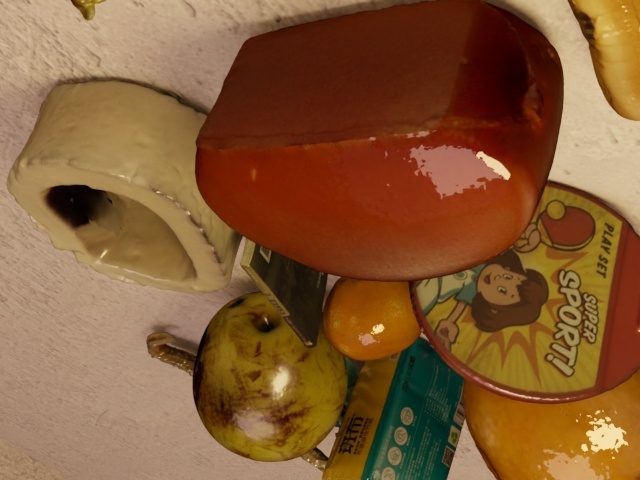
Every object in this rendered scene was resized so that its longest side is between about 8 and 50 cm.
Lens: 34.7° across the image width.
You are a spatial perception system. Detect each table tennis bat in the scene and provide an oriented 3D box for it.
[{"bbox_3d":[0.309,0.071,1.211,0.415,0.268,0.051,14,164,2],"label":"table tennis bat"}]

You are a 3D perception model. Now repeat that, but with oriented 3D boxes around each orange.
[{"bbox_3d":[0.078,0.105,1.533,0.159,0.159,0.136,-13,99,44],"label":"orange"}]

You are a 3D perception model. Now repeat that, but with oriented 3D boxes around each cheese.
[{"bbox_3d":[-0.250,-0.063,1.415,0.292,0.153,0.332,4,147,25],"label":"cheese"}]

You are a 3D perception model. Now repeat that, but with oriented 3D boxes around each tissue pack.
[{"bbox_3d":[0.133,0.321,1.740,0.192,0.270,0.134,39,149,-30],"label":"tissue pack"}]

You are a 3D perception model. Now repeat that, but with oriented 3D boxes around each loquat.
[{"bbox_3d":[0.353,0.219,1.386,0.329,0.328,0.328,14,151,8],"label":"loquat"}]

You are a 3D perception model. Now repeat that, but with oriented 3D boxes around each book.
[{"bbox_3d":[-0.044,0.030,1.448,0.024,0.160,0.228,-6,144,22],"label":"book"}]

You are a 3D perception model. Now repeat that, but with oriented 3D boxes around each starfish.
[{"bbox_3d":[-0.144,0.312,1.969,0.432,0.082,0.324,30,171,40],"label":"starfish"}]

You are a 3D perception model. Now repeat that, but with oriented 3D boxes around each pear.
[{"bbox_3d":[-0.086,0.220,1.688,0.284,0.283,0.283,14,151,8],"label":"pear"}]

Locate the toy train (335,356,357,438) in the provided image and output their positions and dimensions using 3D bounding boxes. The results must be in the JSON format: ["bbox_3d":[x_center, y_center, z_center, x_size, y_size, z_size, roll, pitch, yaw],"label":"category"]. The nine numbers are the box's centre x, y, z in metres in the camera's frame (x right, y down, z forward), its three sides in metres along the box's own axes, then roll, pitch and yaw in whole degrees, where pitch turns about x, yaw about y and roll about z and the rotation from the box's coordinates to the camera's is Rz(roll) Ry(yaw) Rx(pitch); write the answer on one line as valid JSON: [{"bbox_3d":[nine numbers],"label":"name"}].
[{"bbox_3d":[0.049,0.305,1.912,0.101,0.159,0.248,-27,149,-10],"label":"toy train"}]

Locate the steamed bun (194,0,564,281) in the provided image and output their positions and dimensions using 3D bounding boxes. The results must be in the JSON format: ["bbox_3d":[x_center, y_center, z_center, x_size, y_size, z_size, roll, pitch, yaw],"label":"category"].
[{"bbox_3d":[0.073,-0.089,1.090,0.380,0.235,0.248,-2,142,32],"label":"steamed bun"}]

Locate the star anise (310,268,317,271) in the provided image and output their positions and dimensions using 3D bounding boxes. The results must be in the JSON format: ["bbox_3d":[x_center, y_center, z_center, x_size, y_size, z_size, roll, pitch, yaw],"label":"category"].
[{"bbox_3d":[0.000,0.000,1.306,0.272,0.272,0.102,14,112,9],"label":"star anise"}]

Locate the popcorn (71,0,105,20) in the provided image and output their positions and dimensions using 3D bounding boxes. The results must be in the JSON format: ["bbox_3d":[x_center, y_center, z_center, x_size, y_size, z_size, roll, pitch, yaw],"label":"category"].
[{"bbox_3d":[-0.252,-0.294,1.086,0.097,0.089,0.109,13,150,-14],"label":"popcorn"}]

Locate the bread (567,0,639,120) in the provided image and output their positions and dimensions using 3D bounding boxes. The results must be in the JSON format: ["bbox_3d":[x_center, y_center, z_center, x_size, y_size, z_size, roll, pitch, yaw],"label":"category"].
[{"bbox_3d":[0.286,-0.222,0.886,0.142,0.091,0.305,-9,142,28],"label":"bread"}]
